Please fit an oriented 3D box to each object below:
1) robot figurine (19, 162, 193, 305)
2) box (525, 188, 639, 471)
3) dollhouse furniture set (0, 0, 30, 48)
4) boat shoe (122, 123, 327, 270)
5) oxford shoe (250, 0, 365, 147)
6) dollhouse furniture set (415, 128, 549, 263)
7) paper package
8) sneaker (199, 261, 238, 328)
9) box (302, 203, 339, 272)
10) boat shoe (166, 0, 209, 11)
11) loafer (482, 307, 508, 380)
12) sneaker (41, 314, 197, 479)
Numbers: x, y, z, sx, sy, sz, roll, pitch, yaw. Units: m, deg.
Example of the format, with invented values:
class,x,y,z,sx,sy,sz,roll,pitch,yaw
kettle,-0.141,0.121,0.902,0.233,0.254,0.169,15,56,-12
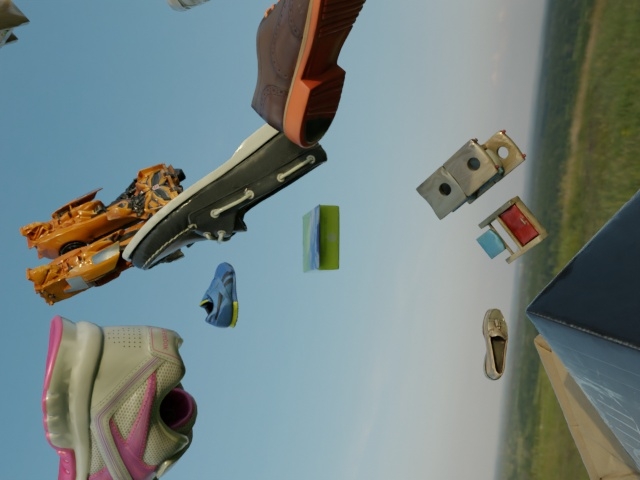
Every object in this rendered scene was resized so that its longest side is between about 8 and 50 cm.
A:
class,x,y,z,sx,sy,sz,roll,pitch,yaw
robot figurine,-0.324,-0.022,1.025,0.211,0.291,0.085,58,173,39
box,0.558,0.186,0.645,0.297,0.480,0.471,-44,-73,-10
dollhouse furniture set,-0.573,-0.297,0.865,0.242,0.212,0.161,48,-147,-9
boat shoe,-0.126,-0.049,0.850,0.091,0.302,0.114,50,-175,-3
oxford shoe,-0.019,-0.230,0.644,0.097,0.098,0.271,-31,-35,-50
dollhouse furniture set,0.278,-0.061,1.013,0.129,0.183,0.129,-24,-16,-51
paper package,0.597,0.248,1.144,0.325,0.168,0.309,-16,-100,-30
sneaker,-0.249,0.123,1.541,0.209,0.082,0.069,-104,31,-48
box,0.000,0.000,1.104,0.178,0.043,0.108,156,114,-79
boat shoe,-0.263,-0.519,1.088,0.258,0.084,0.095,60,-148,-48
loafer,0.303,0.175,1.092,0.039,0.045,0.125,112,165,-71
sneaker,-0.158,0.170,0.526,0.103,0.111,0.252,-112,26,-50
